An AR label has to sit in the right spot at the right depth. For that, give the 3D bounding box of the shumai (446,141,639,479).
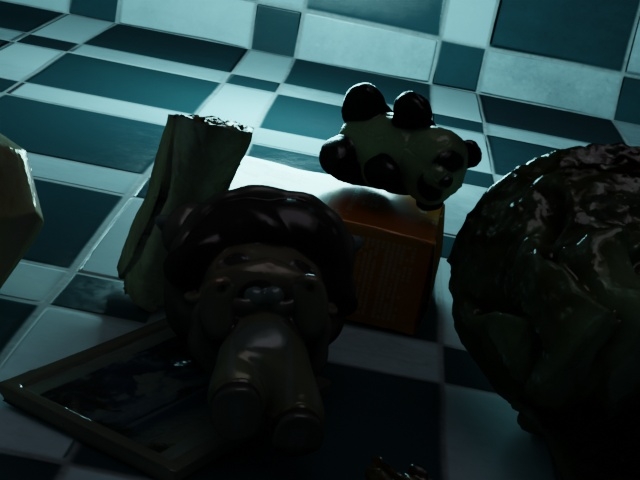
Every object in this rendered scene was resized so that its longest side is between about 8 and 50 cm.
[{"bbox_3d":[0.330,0.090,1.392,0.395,0.395,0.348,12,16,3],"label":"shumai"}]

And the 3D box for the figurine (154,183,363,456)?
[{"bbox_3d":[-0.062,0.081,1.410,0.248,0.203,0.380,3,31,-7],"label":"figurine"}]

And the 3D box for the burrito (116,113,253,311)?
[{"bbox_3d":[-0.170,-0.051,1.626,0.105,0.299,0.143,15,29,-17],"label":"burrito"}]

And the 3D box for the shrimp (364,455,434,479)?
[{"bbox_3d":[0.099,0.281,1.153,0.154,0.062,0.294,-3,23,-21],"label":"shrimp"}]

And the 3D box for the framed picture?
[{"bbox_3d":[-0.161,0.163,1.412,0.232,0.024,0.315,21,21,24],"label":"framed picture"}]

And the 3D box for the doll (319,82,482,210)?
[{"bbox_3d":[0.108,-0.127,1.806,0.234,0.143,0.135,17,-13,47],"label":"doll"}]

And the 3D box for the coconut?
[{"bbox_3d":[-0.452,-0.022,1.507,0.259,0.259,0.259,10,18,-3],"label":"coconut"}]

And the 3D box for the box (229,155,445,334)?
[{"bbox_3d":[0.000,0.000,1.815,0.341,0.143,0.225,14,18,5],"label":"box"}]
